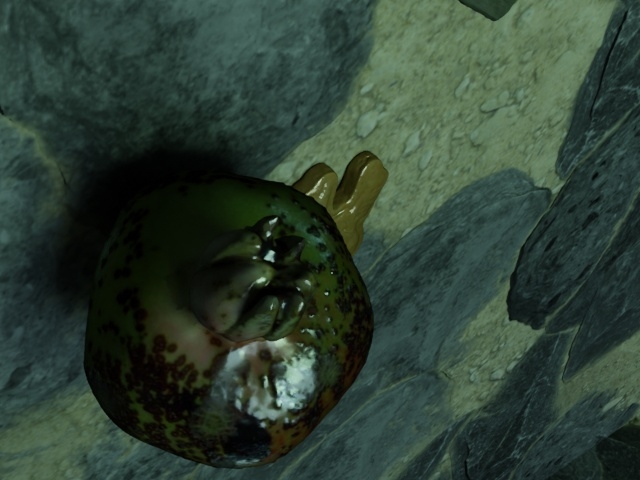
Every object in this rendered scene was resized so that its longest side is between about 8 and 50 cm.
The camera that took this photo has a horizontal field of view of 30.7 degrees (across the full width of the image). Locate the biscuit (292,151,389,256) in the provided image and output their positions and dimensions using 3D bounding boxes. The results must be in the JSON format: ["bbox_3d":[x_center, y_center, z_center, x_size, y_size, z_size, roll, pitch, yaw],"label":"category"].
[{"bbox_3d":[-0.003,0.001,1.364,0.144,0.040,0.236,-12,136,-35],"label":"biscuit"}]

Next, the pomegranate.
[{"bbox_3d":[-0.074,0.064,1.043,0.285,0.285,0.341,-34,179,-16],"label":"pomegranate"}]

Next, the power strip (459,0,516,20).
[{"bbox_3d":[0.163,-0.346,1.048,0.251,0.092,0.257,-50,149,18],"label":"power strip"}]
